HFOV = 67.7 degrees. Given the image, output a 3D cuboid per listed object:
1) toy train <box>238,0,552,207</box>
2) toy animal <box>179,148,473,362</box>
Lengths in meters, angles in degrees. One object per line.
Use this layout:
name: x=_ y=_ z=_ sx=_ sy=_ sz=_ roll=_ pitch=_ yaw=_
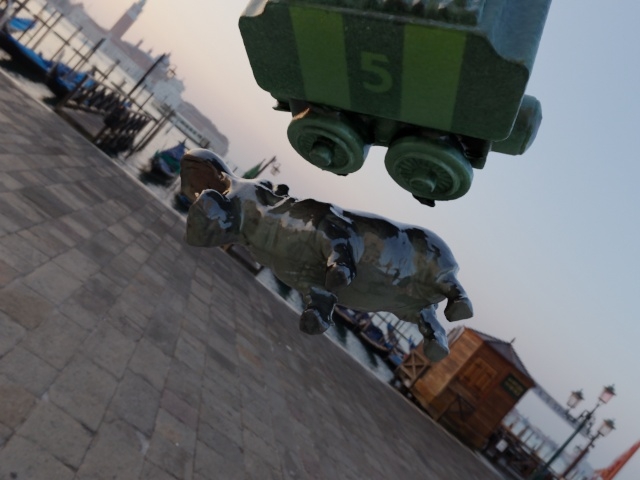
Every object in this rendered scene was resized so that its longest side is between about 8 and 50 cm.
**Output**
toy train: x=0.071 y=-0.167 z=0.474 sx=0.298 sy=0.167 sz=0.238 roll=15 pitch=-25 yaw=16
toy animal: x=-0.007 y=0.006 z=0.497 sx=0.343 sy=0.106 sz=0.168 roll=23 pitch=30 yaw=-4
